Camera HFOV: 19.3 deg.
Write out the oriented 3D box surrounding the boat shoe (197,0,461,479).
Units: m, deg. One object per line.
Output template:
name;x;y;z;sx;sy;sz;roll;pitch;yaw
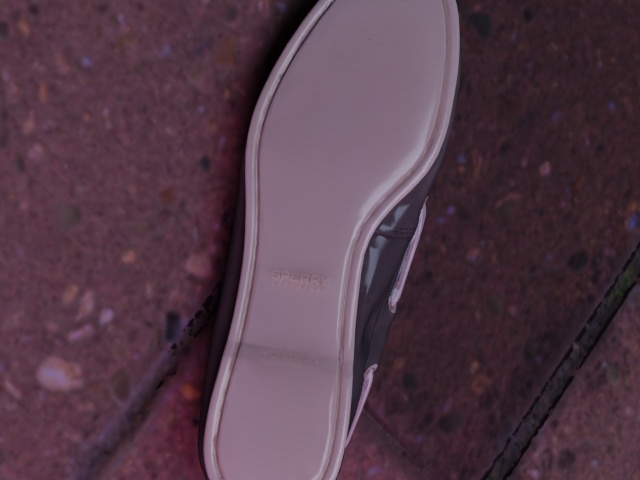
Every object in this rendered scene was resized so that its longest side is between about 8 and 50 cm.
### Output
boat shoe;0.000;0.000;1.092;0.112;0.095;0.335;15;82;0
